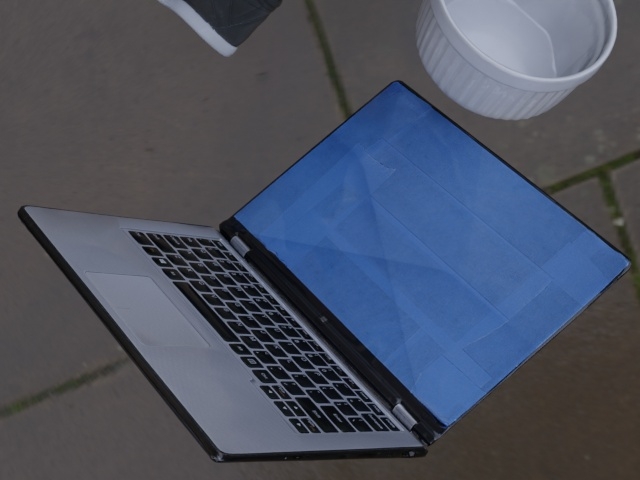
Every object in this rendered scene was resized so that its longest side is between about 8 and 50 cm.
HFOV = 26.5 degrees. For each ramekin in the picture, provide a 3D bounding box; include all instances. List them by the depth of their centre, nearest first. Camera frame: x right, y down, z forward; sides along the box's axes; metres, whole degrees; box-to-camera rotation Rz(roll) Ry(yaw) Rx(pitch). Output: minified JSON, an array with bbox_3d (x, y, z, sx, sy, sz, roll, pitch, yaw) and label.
[{"bbox_3d":[0.200,-0.225,1.452,0.207,0.109,0.207,8,60,-14],"label":"ramekin"}]

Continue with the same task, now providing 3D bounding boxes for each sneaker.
[{"bbox_3d":[-0.123,-0.313,1.439,0.147,0.296,0.104,-40,61,9],"label":"sneaker"}]

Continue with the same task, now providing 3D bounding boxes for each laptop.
[{"bbox_3d":[0.000,0.000,1.303,0.408,0.382,0.236,7,117,-45],"label":"laptop"}]
